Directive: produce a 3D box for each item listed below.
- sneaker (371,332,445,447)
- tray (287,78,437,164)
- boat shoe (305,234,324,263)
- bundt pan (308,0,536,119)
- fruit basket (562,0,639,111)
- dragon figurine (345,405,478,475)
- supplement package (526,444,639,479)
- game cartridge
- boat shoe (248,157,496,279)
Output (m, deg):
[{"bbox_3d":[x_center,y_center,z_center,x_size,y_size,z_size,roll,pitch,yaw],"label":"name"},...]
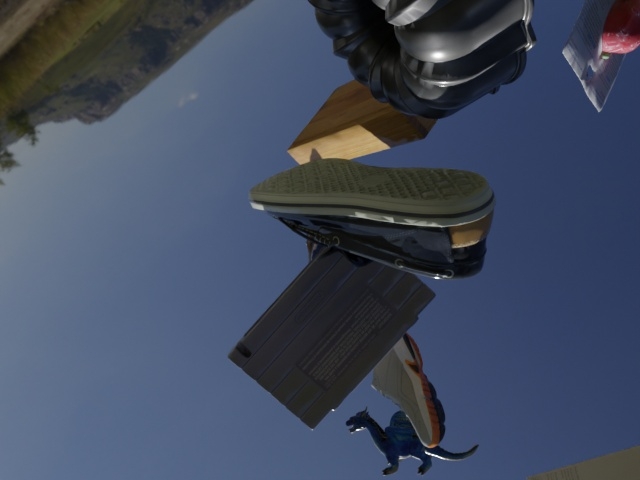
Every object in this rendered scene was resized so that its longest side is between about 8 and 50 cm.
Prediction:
[{"bbox_3d":[0.176,0.324,1.215,0.121,0.099,0.262,-31,-129,18],"label":"sneaker"},{"bbox_3d":[0.099,-0.257,1.097,0.203,0.076,0.411,-54,-157,-19],"label":"tray"},{"bbox_3d":[0.000,0.000,1.352,0.066,0.066,0.183,5,-95,60],"label":"boat shoe"},{"bbox_3d":[0.095,-0.286,0.703,0.124,0.331,0.331,-41,-152,-9],"label":"bundt pan"},{"bbox_3d":[0.519,-0.440,0.984,0.165,0.327,0.353,33,-76,34],"label":"fruit basket"},{"bbox_3d":[0.194,0.440,1.270,0.289,0.144,0.085,-12,-175,26],"label":"dragon figurine"},{"bbox_3d":[0.404,0.383,0.795,0.179,0.105,0.105,-26,-163,21],"label":"supplement package"},{"bbox_3d":[0.024,0.161,1.082,0.355,0.230,0.068,-48,-171,3],"label":"game cartridge"},{"bbox_3d":[0.058,-0.040,0.948,0.500,0.156,0.187,12,-144,43],"label":"boat shoe"}]
